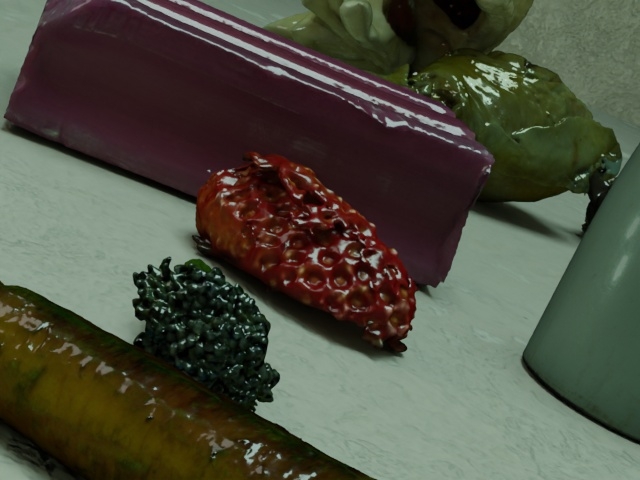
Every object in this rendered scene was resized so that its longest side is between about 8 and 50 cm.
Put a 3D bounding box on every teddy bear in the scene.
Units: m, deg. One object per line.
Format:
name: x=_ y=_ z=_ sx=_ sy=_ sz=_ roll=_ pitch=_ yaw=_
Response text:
teddy bear: x=0.335 y=-0.028 z=1.712 sx=0.119 sy=0.078 sz=0.160 roll=61 pitch=13 yaw=7

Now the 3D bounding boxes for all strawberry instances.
strawberry: x=0.000 y=0.000 z=0.992 sx=0.188 sy=0.082 sz=0.121 roll=30 pitch=11 yaw=38

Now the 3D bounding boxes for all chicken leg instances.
chicken leg: x=0.124 y=-0.119 z=1.552 sx=0.429 sy=0.153 sz=0.201 roll=1 pitch=57 yaw=-43

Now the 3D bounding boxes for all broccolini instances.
broccolini: x=-0.066 y=0.048 z=0.786 sx=0.091 sy=0.068 sz=0.202 roll=35 pitch=-4 yaw=-7

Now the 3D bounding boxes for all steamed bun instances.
steamed bun: x=0.079 y=-0.244 z=1.726 sx=0.247 sy=0.189 sz=0.428 roll=34 pitch=-22 yaw=-2

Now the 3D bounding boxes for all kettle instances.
kettle: x=0.289 y=0.023 z=1.054 sx=0.221 sy=0.236 sz=0.161 roll=20 pitch=13 yaw=-14

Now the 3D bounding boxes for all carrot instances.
carrot: x=-0.096 y=0.068 z=0.610 sx=0.314 sy=0.066 sz=0.066 roll=26 pitch=13 yaw=25

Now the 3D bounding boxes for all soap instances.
soap: x=-0.059 y=-0.106 z=1.199 sx=0.359 sy=0.128 sz=0.233 roll=22 pitch=12 yaw=-11
